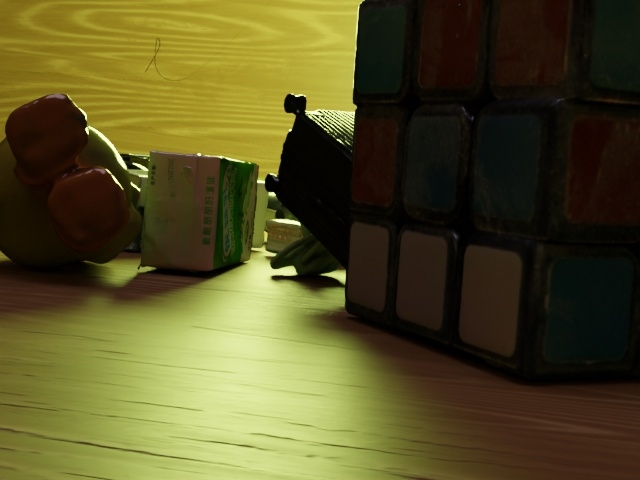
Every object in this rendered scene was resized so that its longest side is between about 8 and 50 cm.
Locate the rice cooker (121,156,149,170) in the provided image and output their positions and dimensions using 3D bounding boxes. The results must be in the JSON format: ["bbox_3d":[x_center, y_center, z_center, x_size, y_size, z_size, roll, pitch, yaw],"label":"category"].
[{"bbox_3d":[-0.357,-0.067,1.766,0.203,0.142,0.118,-6,-1,-20],"label":"rice cooker"}]

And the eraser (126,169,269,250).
[{"bbox_3d":[-0.217,-0.048,1.740,0.086,0.130,0.287,10,6,42],"label":"eraser"}]

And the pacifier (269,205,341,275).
[{"bbox_3d":[-0.013,-0.011,1.492,0.127,0.116,0.150,-34,-18,36],"label":"pacifier"}]

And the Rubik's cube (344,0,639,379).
[{"bbox_3d":[0.252,-0.063,1.029,0.363,0.358,0.362,-1,8,-29],"label":"Rubik's cube"}]

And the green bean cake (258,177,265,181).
[{"bbox_3d":[-0.209,-0.087,2.347,0.214,0.113,0.200,4,7,4],"label":"green bean cake"}]

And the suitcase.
[{"bbox_3d":[0.102,-0.059,1.385,0.230,0.152,0.335,0,28,-31],"label":"suitcase"}]

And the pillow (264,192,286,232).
[{"bbox_3d":[-0.013,-0.041,1.998,0.250,0.106,0.186,12,1,43],"label":"pillow"}]

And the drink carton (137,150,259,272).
[{"bbox_3d":[-0.169,-0.040,1.497,0.108,0.161,0.271,5,2,8],"label":"drink carton"}]

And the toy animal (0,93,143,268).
[{"bbox_3d":[-0.339,-0.058,1.348,0.191,0.216,0.338,-32,4,-8],"label":"toy animal"}]

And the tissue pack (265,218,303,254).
[{"bbox_3d":[0.000,0.000,1.731,0.116,0.065,0.155,-1,6,-45],"label":"tissue pack"}]

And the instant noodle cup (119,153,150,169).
[{"bbox_3d":[-0.322,-0.085,1.963,0.205,0.153,0.205,4,6,0],"label":"instant noodle cup"}]
